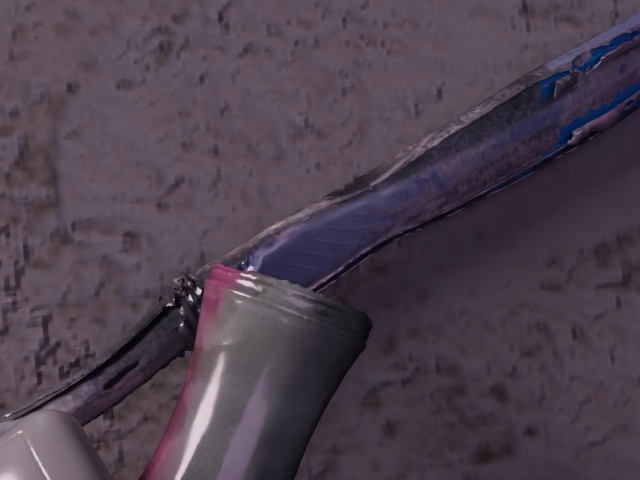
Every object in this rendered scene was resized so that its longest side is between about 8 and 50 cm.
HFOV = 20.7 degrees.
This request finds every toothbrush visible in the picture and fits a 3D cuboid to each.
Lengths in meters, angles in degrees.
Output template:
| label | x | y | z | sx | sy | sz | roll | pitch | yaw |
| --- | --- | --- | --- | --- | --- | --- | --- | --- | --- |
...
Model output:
| label | x | y | z | sx | sy | sz | roll | pitch | yaw |
| --- | --- | --- | --- | --- | --- | --- | --- | --- | --- |
| toothbrush | 0.000 | 0.000 | 0.626 | 0.413 | 0.042 | 0.035 | -30 | 124 | -16 |

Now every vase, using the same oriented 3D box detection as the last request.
| label | x | y | z | sx | sy | sz | roll | pitch | yaw |
| --- | --- | --- | --- | --- | --- | --- | --- | --- | --- |
| vase | -0.046 | 0.114 | 0.558 | 0.086 | 0.086 | 0.214 | 22 | 83 | -8 |

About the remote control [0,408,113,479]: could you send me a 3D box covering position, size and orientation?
| label | x | y | z | sx | sy | sz | roll | pitch | yaw |
| --- | --- | --- | --- | --- | --- | --- | --- | --- | --- |
| remote control | -0.143 | 0.122 | 0.543 | 0.184 | 0.027 | 0.050 | -40 | 53 | 4 |
